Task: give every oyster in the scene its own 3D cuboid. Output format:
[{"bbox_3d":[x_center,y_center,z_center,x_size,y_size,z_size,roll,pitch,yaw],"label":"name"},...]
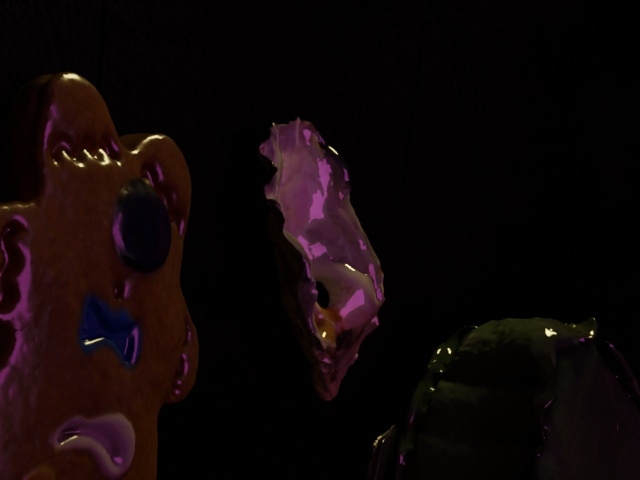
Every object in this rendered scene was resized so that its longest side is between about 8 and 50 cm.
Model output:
[{"bbox_3d":[0.000,0.000,0.906,0.146,0.045,0.121,50,49,-40],"label":"oyster"}]

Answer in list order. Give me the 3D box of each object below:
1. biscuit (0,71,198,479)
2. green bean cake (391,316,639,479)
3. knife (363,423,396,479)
[{"bbox_3d":[-0.105,0.052,0.722,0.180,0.039,0.236,32,63,-59],"label":"biscuit"},{"bbox_3d":[0.135,0.173,1.071,0.227,0.125,0.222,48,50,-51],"label":"green bean cake"},{"bbox_3d":[0.019,0.204,0.965,0.060,0.028,0.230,71,28,-53],"label":"knife"}]
